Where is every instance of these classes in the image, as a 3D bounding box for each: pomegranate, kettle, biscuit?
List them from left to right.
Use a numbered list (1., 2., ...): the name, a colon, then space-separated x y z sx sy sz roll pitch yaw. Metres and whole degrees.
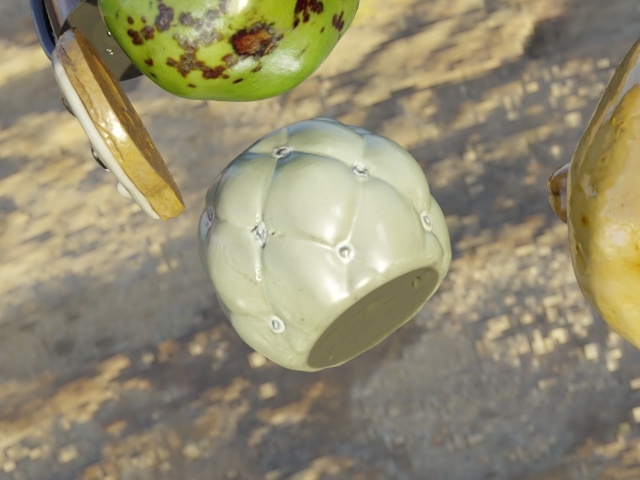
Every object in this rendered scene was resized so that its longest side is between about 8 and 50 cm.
1. kettle: -0.264 -0.294 2.079 0.144 0.202 0.232 8 42 -32
2. biscuit: -0.198 -0.109 1.673 0.049 0.208 0.181 -32 68 3
3. pomegranate: -0.076 -0.247 1.637 0.270 0.254 0.254 -25 17 50
4. pomegranate: 0.376 -0.041 1.564 0.410 0.410 0.410 -14 31 9

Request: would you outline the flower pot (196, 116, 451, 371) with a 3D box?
1. flower pot: 0.000 0.000 1.744 0.246 0.246 0.195 -28 69 -15
